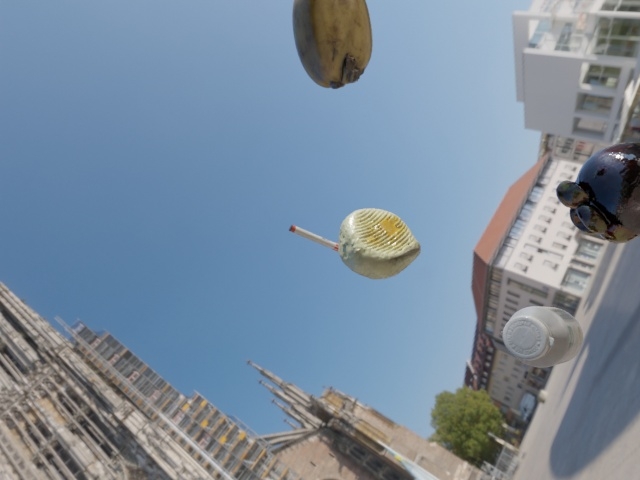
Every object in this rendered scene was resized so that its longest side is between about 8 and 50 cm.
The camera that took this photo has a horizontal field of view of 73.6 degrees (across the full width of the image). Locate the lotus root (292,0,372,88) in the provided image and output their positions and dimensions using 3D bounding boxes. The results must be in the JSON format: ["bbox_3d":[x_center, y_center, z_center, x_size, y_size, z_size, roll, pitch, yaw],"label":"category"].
[{"bbox_3d":[0.023,-0.513,0.982,0.182,0.182,0.310,-33,-60,-42],"label":"lotus root"}]

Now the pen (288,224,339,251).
[{"bbox_3d":[0.000,0.000,1.506,0.239,0.028,0.028,23,-89,-18],"label":"pen"}]

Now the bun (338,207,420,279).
[{"bbox_3d":[0.157,0.025,1.222,0.244,0.244,0.153,-33,-30,-42],"label":"bun"}]

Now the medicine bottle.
[{"bbox_3d":[0.502,0.219,0.977,0.215,0.135,0.135,10,-79,-46],"label":"medicine bottle"}]

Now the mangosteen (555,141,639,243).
[{"bbox_3d":[0.606,-0.094,0.853,0.210,0.209,0.210,-34,-44,-41],"label":"mangosteen"}]
